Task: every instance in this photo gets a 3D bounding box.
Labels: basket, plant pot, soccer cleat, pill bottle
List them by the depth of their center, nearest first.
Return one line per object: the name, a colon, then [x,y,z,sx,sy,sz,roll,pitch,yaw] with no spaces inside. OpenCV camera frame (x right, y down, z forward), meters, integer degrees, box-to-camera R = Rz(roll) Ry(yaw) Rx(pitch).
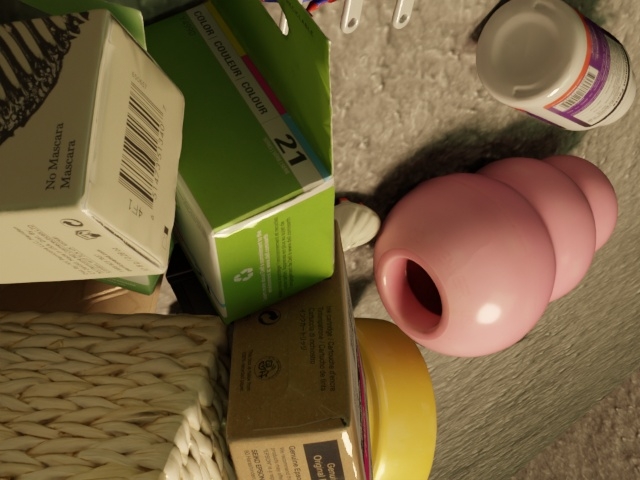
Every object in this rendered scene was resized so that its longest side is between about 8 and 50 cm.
basket: [-0.219,0.249,0.765,0.331,0.266,0.328,-1,124,12]
pill bottle: [0.243,-0.168,0.994,0.108,0.108,0.193,-46,152,23]
soccer cleat: [0.000,0.000,1.035,0.196,0.076,0.068,0,138,-49]
plant pot: [-0.028,0.217,1.209,0.239,0.254,0.254,5,137,-29]

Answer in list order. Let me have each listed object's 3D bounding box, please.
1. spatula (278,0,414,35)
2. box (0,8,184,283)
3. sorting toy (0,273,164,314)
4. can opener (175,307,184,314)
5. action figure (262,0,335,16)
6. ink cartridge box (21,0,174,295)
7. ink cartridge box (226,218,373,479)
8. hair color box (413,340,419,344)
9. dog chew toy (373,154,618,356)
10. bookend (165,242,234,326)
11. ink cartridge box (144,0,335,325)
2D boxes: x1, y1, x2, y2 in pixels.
spatula: [0.033,-0.241,0.712,0.168,0.019,0.242,-24,146,-32]
box: [-0.218,-0.039,0.537,0.275,0.113,0.094,-5,158,17]
sorting toy: [-0.233,0.052,0.910,0.193,0.038,0.208,-18,145,-30]
can opener: [-0.068,0.070,1.095,0.186,0.059,0.073,-24,152,-19]
action figure: [-0.010,-0.190,0.761,0.115,0.030,0.038,-16,144,-36]
ink cartridge box: [-0.186,-0.063,0.629,0.235,0.171,0.056,95,13,-59]
ink cartridge box: [-0.010,0.128,0.788,0.088,0.234,0.193,-8,128,4]
hair color box: [0.148,0.057,1.267,0.141,0.043,0.072,-58,162,-23]
dog chew toy: [0.220,-0.002,1.161,0.332,0.206,0.206,-25,154,-34]
bookend: [-0.077,0.002,0.898,0.156,0.072,0.157,-15,118,9]
ink cartridge box: [-0.074,-0.090,0.674,0.097,0.189,0.255,-26,152,-14]
